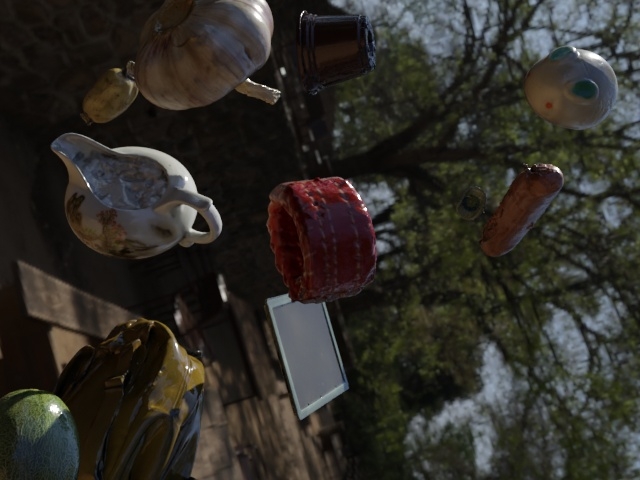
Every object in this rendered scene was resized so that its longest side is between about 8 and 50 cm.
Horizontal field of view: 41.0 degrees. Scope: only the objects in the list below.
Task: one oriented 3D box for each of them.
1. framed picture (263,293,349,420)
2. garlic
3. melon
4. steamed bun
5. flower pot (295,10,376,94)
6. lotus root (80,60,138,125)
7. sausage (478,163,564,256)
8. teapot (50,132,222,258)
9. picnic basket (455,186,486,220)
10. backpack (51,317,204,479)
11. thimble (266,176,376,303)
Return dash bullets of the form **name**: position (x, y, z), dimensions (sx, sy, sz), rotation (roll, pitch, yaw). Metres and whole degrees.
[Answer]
- **framed picture**: position (-0.023, 0.196, 1.553), dimensions (0.274, 0.017, 0.217), rotation (-2, 75, -70)
- **garlic**: position (-0.156, -0.289, 1.384), dimensions (0.253, 0.245, 0.245), rotation (39, 23, -42)
- **melon**: position (-0.371, 0.282, 1.066), dimensions (0.139, 0.139, 0.192), rotation (76, 18, -73)
- **steamed bun**: position (0.545, -0.333, 1.834), dimensions (0.130, 0.228, 0.177), rotation (-49, -125, 48)
- **flower pot**: position (0.024, -0.248, 1.112), dimensions (0.111, 0.089, 0.111), rotation (-5, 90, -77)
- **lotus root**: position (-0.374, -0.265, 1.544), dimensions (0.072, 0.152, 0.063), rotation (40, 10, -13)
- **sausage**: position (0.357, -0.055, 1.531), dimensions (0.079, 0.087, 0.326), rotation (41, -19, 11)
- **teapot**: position (-0.285, -0.065, 1.339), dimensions (0.139, 0.298, 0.204), rotation (99, 15, -49)
- **picnic basket**: position (0.355, -0.085, 2.003), dimensions (0.065, 0.083, 0.083), rotation (30, 13, 4)
- **backpack**: position (-0.325, 0.312, 1.389), dimensions (0.201, 0.354, 0.378), rotation (46, 59, -36)
- **thimble**: position (-0.001, -0.007, 1.319), dimensions (0.163, 0.125, 0.189), rotation (119, -44, -59)
